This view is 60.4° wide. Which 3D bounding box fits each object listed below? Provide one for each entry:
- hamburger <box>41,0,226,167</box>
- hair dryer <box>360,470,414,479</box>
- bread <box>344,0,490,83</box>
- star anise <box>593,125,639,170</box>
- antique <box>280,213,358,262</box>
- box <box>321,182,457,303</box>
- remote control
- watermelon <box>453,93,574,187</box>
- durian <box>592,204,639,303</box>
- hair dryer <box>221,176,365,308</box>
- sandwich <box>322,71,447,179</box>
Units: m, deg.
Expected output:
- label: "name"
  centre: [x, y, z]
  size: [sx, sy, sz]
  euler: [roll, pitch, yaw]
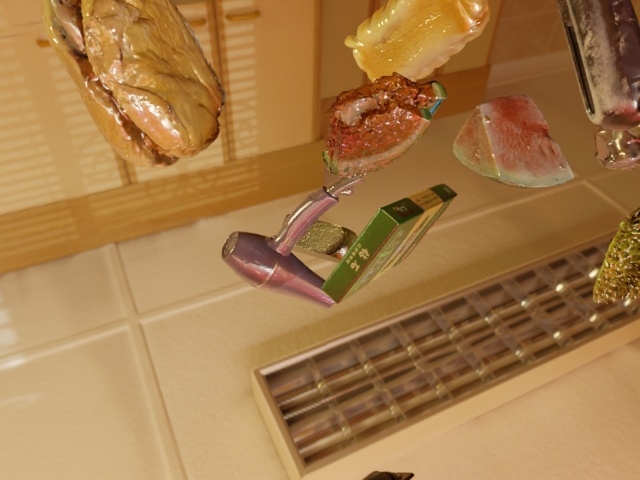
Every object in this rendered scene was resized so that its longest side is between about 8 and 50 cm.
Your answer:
- label: "hamburger"
  centre: [-0.258, -0.247, 0.775]
  size: [0.145, 0.283, 0.259]
  euler: [-13, -152, 17]
- label: "hair dryer"
  centre: [0.129, 0.430, 0.900]
  size: [0.196, 0.248, 0.078]
  euler: [-21, -98, -39]
- label: "bread"
  centre: [0.204, -0.430, 1.118]
  size: [0.173, 0.311, 0.121]
  euler: [49, -129, -14]
- label: "star anise"
  centre: [0.606, -0.244, 1.015]
  size: [0.139, 0.316, 0.359]
  euler: [23, -141, 8]
- label: "antique"
  centre: [0.000, 0.000, 1.349]
  size: [0.221, 0.080, 0.081]
  euler: [16, -99, 44]
- label: "box"
  centre: [0.098, -0.004, 0.720]
  size: [0.034, 0.132, 0.235]
  euler: [42, -152, 14]
- label: "remote control"
  centre: [0.275, -0.237, 0.570]
  size: [0.066, 0.265, 0.090]
  euler: [-25, -172, -3]
- label: "watermelon"
  centre: [0.461, -0.234, 1.300]
  size: [0.213, 0.201, 0.261]
  euler: [-12, -144, -18]
- label: "durian"
  centre: [0.817, 0.061, 1.502]
  size: [0.158, 0.352, 0.169]
  euler: [-6, -132, 7]
- label: "hair dryer"
  centre: [-0.013, -0.008, 1.239]
  size: [0.301, 0.361, 0.121]
  euler: [29, -154, -28]
- label: "sandwich"
  centre: [0.108, -0.195, 0.935]
  size: [0.235, 0.159, 0.079]
  euler: [-22, -122, 3]
